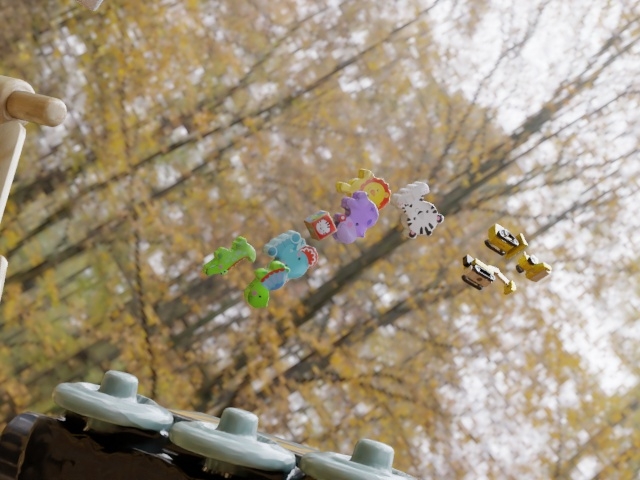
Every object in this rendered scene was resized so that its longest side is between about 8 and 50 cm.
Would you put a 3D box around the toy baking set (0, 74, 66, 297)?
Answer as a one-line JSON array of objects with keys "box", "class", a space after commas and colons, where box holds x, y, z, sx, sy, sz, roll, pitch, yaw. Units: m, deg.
[{"box": [-0.233, -0.020, 0.688, 0.256, 0.196, 0.030, 11, -27, 36], "class": "toy baking set"}]

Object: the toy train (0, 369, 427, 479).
[{"box": [-0.039, 0.175, 0.737, 0.334, 0.142, 0.190, 11, -7, 27], "class": "toy train"}]

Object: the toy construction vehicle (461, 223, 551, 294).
[{"box": [0.210, 0.022, 1.371, 0.086, 0.098, 0.035, -41, -145, 35], "class": "toy construction vehicle"}]

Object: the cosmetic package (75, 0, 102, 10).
[{"box": [-0.357, -0.469, 1.217, 0.453, 0.230, 0.161, 32, 21, -19], "class": "cosmetic package"}]

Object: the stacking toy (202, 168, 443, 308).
[{"box": [0.000, 0.000, 1.204, 0.052, 0.221, 0.167, 64, -13, -15], "class": "stacking toy"}]
